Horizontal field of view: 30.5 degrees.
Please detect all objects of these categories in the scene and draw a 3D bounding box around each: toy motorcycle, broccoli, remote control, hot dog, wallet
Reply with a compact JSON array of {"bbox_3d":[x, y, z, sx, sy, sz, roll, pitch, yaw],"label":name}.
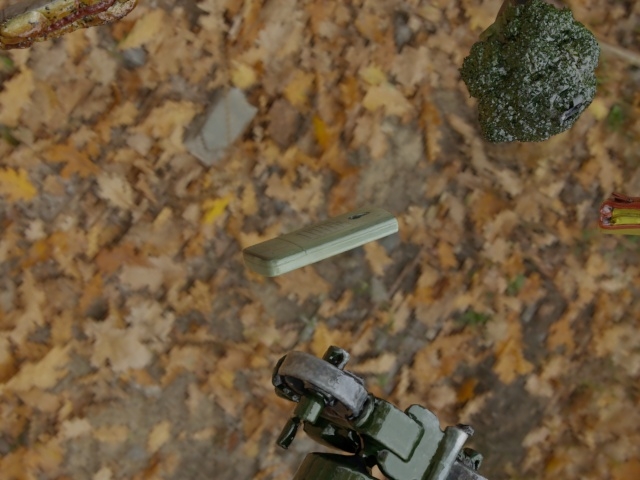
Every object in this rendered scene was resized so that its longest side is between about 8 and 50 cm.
[{"bbox_3d":[0.034,0.219,0.981,0.275,0.127,0.205,39,71,-24],"label":"toy motorcycle"},{"bbox_3d":[0.216,-0.175,1.206,0.145,0.138,0.162,-29,144,-6],"label":"broccoli"},{"bbox_3d":[0.000,0.000,1.759,0.233,0.098,0.038,-21,111,-27],"label":"remote control"},{"bbox_3d":[-0.306,-0.279,1.419,0.191,0.059,0.108,-23,177,-4],"label":"hot dog"},{"bbox_3d":[0.560,-0.037,1.851,0.141,0.241,0.067,-3,97,-75],"label":"wallet"}]

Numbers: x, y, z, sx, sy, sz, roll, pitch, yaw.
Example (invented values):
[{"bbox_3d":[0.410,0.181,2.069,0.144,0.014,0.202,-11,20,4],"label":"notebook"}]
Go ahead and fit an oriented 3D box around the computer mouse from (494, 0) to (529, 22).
[{"bbox_3d":[0.366,-0.318,2.073,0.086,0.270,0.137,8,143,-12],"label":"computer mouse"}]
